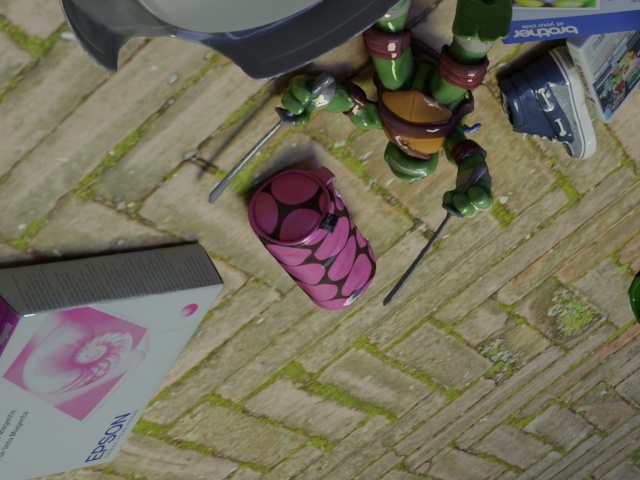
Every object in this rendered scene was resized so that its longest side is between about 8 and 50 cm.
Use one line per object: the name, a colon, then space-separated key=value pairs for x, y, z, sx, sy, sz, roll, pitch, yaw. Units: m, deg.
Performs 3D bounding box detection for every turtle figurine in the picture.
turtle figurine: x=0.067 y=-0.102 z=1.244 sx=0.274 sy=0.198 sz=0.266 roll=-25 pitch=148 yaw=-23

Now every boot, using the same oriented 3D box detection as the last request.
boot: x=0.248 y=-0.138 z=1.529 sx=0.086 sy=0.069 sz=0.190 roll=-26 pitch=145 yaw=3

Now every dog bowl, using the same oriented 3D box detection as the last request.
dog bowl: x=-0.042 y=-0.261 z=0.965 sx=0.348 sy=0.102 sz=0.349 roll=-25 pitch=152 yaw=-15

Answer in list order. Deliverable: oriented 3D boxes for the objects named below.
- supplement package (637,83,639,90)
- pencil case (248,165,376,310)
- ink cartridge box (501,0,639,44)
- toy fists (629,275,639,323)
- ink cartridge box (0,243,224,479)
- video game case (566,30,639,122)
supplement package: x=0.529 y=-0.204 z=1.593 sx=0.261 sy=0.145 sz=0.204 roll=-8 pitch=145 yaw=-48
pencil case: x=0.000 y=0.000 z=1.463 sx=0.098 sy=0.095 sz=0.209 roll=-52 pitch=157 yaw=-8
ink cartridge box: x=0.223 y=-0.254 z=1.183 sx=0.185 sy=0.065 sz=0.311 roll=-3 pitch=157 yaw=20
toy fists: x=0.576 y=0.031 z=2.120 sx=0.142 sy=0.096 sz=0.279 roll=-13 pitch=150 yaw=-16
ink cartridge box: x=-0.300 y=0.144 z=1.401 sx=0.330 sy=0.071 sz=0.324 roll=-9 pitch=145 yaw=-41
video game case: x=0.336 y=-0.238 z=1.431 sx=0.201 sy=0.023 sz=0.183 roll=-52 pitch=153 yaw=-3
